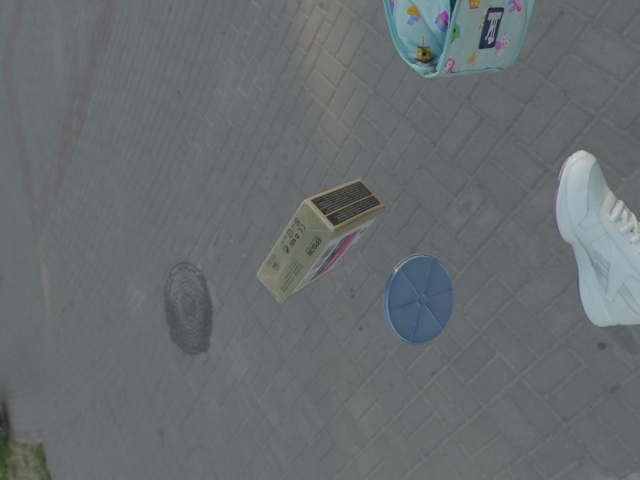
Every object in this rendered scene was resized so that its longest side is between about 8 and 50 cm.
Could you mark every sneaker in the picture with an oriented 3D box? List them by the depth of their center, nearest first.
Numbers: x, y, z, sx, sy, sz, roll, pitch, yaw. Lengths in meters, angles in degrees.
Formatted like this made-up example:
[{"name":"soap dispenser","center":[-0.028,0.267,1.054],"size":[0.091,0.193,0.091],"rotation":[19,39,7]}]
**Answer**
[{"name":"sneaker","center":[0.452,-0.002,0.709],"size":[0.152,0.114,0.305],"rotation":[-5,121,49]}]

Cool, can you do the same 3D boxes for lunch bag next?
[{"name":"lunch bag","center":[0.223,-0.400,0.772],"size":[0.160,0.223,0.262],"rotation":[-11,97,55]}]

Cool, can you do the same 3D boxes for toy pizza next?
[{"name":"toy pizza","center":[0.215,0.129,1.047],"size":[0.032,0.201,0.201],"rotation":[1,95,60]}]

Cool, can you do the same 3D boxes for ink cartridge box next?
[{"name":"ink cartridge box","center":[0.000,0.000,0.967],"size":[0.088,0.193,0.235],"rotation":[47,130,15]}]
